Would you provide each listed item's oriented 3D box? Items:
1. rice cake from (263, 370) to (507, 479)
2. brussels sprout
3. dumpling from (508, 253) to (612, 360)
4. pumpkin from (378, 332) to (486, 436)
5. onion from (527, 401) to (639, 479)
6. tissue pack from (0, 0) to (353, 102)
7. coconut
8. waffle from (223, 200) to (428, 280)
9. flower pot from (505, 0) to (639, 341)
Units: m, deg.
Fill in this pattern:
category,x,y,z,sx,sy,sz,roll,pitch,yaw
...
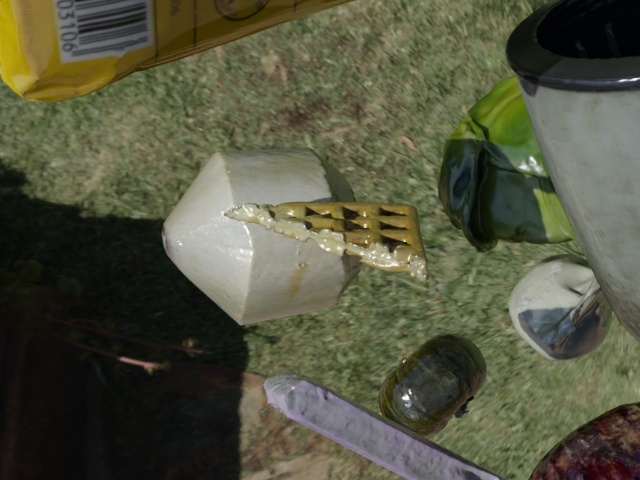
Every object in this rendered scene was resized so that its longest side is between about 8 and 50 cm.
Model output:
category,x,y,z,sx,sy,sz,roll,pitch,yaw
rice cake,0.078,0.225,1.085,0.298,0.106,0.050,30,82,-13
brussels sprout,0.306,-0.103,1.395,0.260,0.227,0.294,13,57,34
dumpling,0.375,0.084,1.454,0.193,0.258,0.147,-44,85,4
pumpkin,0.213,0.274,1.848,0.157,0.224,0.223,44,100,13
onion,0.274,0.239,0.790,0.246,0.246,0.190,-57,30,8
tissue pack,-0.100,-0.309,0.530,0.293,0.381,0.228,-25,53,-28
coconut,-0.068,-0.006,1.127,0.222,0.202,0.202,-7,85,-11
waffle,0.000,0.000,0.924,0.191,0.125,0.032,0,120,-1
flower pot,0.352,-0.075,0.929,0.294,0.293,0.330,-11,118,17
